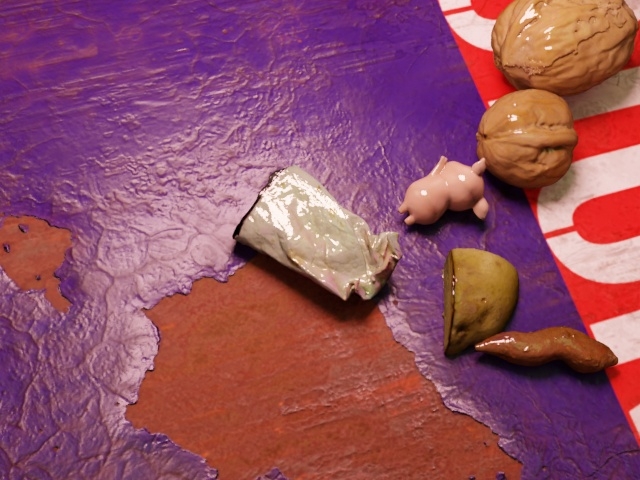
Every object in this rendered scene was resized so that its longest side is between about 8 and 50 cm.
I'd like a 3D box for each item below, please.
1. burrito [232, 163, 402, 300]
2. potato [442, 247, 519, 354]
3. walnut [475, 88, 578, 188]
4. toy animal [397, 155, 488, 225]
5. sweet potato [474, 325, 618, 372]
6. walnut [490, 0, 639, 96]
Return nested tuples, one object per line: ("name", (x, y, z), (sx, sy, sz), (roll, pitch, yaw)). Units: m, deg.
("burrito", (0.000, 0.000, 1.580), (0.228, 0.089, 0.144), (34, 79, 8))
("potato", (0.243, 0.090, 1.577), (0.120, 0.081, 0.149), (5, 65, -4))
("walnut", (0.320, -0.157, 1.673), (0.166, 0.149, 0.167), (-3, 96, -27))
("toy animal", (0.190, -0.068, 1.643), (0.150, 0.083, 0.089), (-24, 49, -1))
("sweet potato", (0.332, 0.155, 1.575), (0.218, 0.051, 0.065), (7, 80, -5))
("walnut", (0.389, -0.324, 1.732), (0.245, 0.198, 0.198), (-24, 71, -21))
